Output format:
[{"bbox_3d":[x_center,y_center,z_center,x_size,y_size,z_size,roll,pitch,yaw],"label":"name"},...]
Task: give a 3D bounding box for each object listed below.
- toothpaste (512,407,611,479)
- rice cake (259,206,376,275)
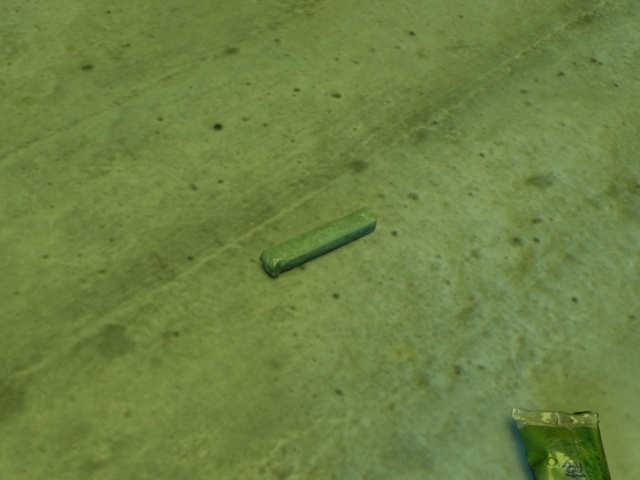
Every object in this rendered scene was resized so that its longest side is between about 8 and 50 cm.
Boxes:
[{"bbox_3d":[0.198,0.236,0.628,0.078,0.047,0.248,5,51,-9],"label":"toothpaste"},{"bbox_3d":[0.000,0.000,0.781,0.121,0.022,0.022,-24,56,-28],"label":"rice cake"}]
